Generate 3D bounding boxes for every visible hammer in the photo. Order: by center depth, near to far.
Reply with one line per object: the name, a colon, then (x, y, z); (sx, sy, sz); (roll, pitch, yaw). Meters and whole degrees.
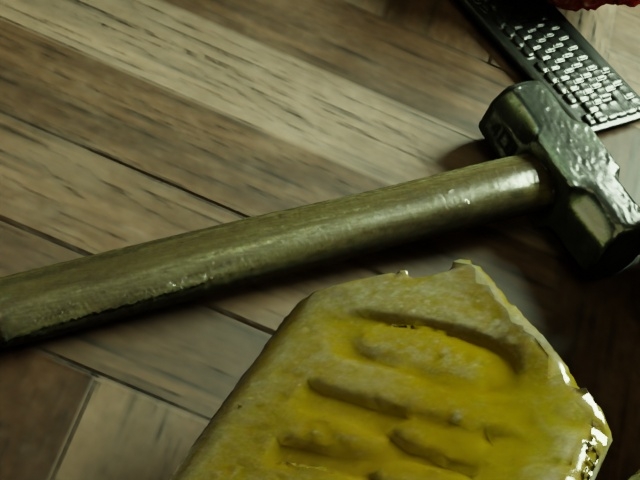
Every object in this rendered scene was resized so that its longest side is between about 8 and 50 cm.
hammer: (0.000, 0.000, 0.963); (0.365, 0.043, 0.111); (-14, 57, -33)

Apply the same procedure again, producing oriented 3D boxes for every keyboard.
keyboard: (0.113, -0.137, 1.166); (0.067, 0.011, 0.202); (-18, 58, -38)

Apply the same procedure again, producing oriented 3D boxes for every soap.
soap: (0.027, 0.111, 0.802); (0.160, 0.080, 0.257); (13, 40, 19)

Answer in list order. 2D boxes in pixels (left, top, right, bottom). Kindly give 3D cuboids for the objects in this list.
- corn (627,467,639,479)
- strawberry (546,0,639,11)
corn: (0.131, 0.168, 0.834); (0.079, 0.079, 0.237); (35, 46, 9)
strawberry: (0.151, -0.201, 1.181); (0.140, 0.085, 0.192); (31, 37, -32)
